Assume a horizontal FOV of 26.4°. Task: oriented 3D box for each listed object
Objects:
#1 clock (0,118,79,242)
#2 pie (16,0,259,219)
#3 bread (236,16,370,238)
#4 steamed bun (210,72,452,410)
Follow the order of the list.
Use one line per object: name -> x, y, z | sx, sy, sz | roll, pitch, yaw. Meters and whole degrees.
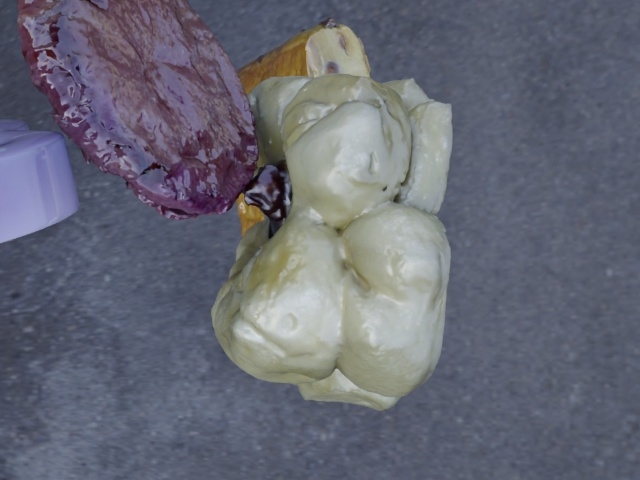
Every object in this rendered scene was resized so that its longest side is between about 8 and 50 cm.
clock -> -0.192, -0.004, 0.558 | 0.172, 0.198, 0.064 | -14, 102, -20
pie -> -0.086, -0.078, 0.662 | 0.154, 0.036, 0.154 | 43, 32, -35
bread -> -0.011, -0.087, 1.376 | 0.099, 0.210, 0.235 | 0, 81, -28
steamed bun -> 0.000, 0.000, 0.711 | 0.106, 0.192, 0.177 | 5, 89, -16
